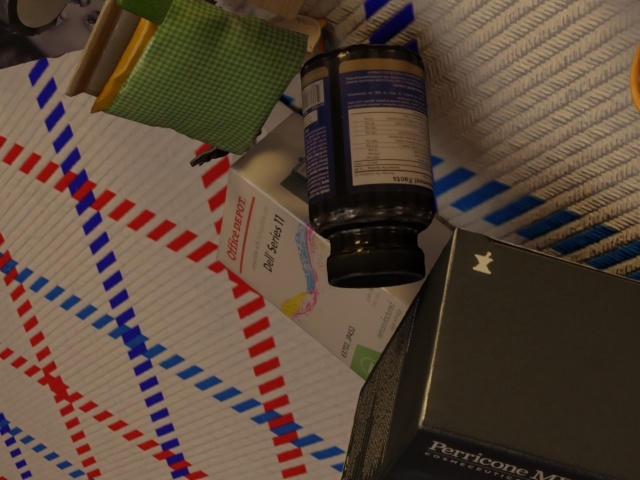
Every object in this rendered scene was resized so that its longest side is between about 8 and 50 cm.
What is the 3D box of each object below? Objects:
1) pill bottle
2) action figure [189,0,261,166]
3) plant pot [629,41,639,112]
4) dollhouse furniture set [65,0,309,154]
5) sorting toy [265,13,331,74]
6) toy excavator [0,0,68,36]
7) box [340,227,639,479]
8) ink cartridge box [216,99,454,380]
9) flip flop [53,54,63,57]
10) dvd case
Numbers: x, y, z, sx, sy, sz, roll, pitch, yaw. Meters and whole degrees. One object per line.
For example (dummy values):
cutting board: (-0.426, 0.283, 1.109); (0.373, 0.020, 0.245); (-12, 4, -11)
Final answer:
pill bottle: (0.046, -0.068, 1.342); (0.123, 0.123, 0.219); (-20, 71, 58)
action figure: (-0.158, -0.226, 1.476); (0.276, 0.141, 0.164); (60, 144, 8)
plant pot: (0.352, -0.093, 0.969); (0.188, 0.205, 0.205); (45, 154, -28)
dollhouse furniture set: (-0.103, -0.174, 1.270); (0.197, 0.151, 0.301); (20, 129, -16)
sorting toy: (-0.017, -0.196, 1.460); (0.083, 0.045, 0.075); (24, 150, 36)
toy excavator: (-0.313, -0.466, 1.300); (0.222, 0.433, 0.445); (35, 176, 20)
box: (0.200, 0.202, 1.375); (0.293, 0.212, 0.395); (16, 148, -4)
ink cartridge box: (0.000, 0.000, 1.589); (0.353, 0.119, 0.207); (38, 150, 15)
flip flop: (-0.339, -0.341, 1.654); (0.080, 0.112, 0.277); (-1, 128, 20)
dvd case: (-0.319, -0.288, 1.625); (0.221, 0.018, 0.164); (-11, 130, 16)
